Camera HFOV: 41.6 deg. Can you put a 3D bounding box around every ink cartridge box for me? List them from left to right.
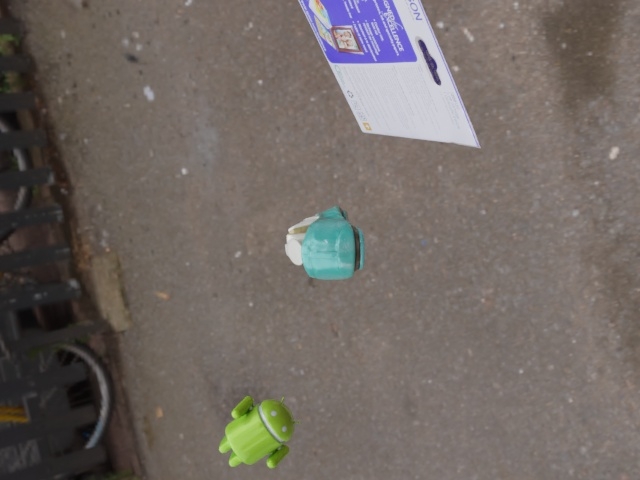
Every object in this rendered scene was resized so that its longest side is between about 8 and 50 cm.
[{"bbox_3d":[0.080,-0.202,0.915,0.208,0.045,0.206,19,144,54],"label":"ink cartridge box"}]

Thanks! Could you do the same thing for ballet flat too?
[{"bbox_3d":[0.000,0.000,1.034,0.247,0.087,0.083,-120,31,-85],"label":"ballet flat"}]

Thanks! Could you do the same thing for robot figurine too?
[{"bbox_3d":[-0.086,0.269,1.183,0.101,0.115,0.067,56,-175,-3],"label":"robot figurine"}]
